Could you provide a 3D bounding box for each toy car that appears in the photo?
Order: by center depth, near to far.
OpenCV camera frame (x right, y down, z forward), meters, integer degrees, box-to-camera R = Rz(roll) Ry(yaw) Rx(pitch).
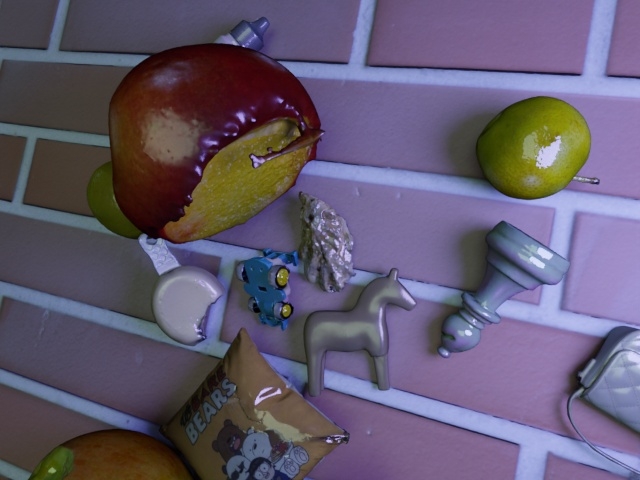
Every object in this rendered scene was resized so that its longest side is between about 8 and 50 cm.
[{"bbox_3d":[-0.094,0.099,0.852,0.126,0.098,0.161,3,115,42],"label":"toy car"}]

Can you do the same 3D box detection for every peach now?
[{"bbox_3d":[-0.209,-0.196,0.752,0.406,0.335,0.310,-34,80,-21],"label":"peach"}]

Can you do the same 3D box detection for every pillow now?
[{"bbox_3d":[-0.146,0.389,0.809,0.312,0.119,0.310,41,102,16],"label":"pillow"}]

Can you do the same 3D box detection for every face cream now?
[{"bbox_3d":[-0.238,-0.401,0.931,0.311,0.092,0.092,-40,76,7],"label":"face cream"}]

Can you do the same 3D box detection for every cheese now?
[{"bbox_3d":[-0.324,0.107,0.872,0.249,0.071,0.163,42,87,-13],"label":"cheese"}]

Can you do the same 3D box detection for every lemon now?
[{"bbox_3d":[-0.423,-0.095,0.905,0.248,0.184,0.184,21,90,24],"label":"lemon"}]

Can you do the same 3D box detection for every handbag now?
[{"bbox_3d":[0.554,0.286,0.651,0.256,0.079,0.219,31,97,18],"label":"handbag"}]

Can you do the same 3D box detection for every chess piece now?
[{"bbox_3d":[0.299,0.108,0.723,0.139,0.139,0.271,38,105,16],"label":"chess piece"}]

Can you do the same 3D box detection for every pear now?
[{"bbox_3d":[0.387,-0.145,0.705,0.216,0.166,0.180,36,81,-6],"label":"pear"}]

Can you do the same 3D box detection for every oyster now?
[{"bbox_3d":[0.008,0.005,0.832,0.133,0.072,0.209,4,88,19],"label":"oyster"}]

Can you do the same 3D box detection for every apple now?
[{"bbox_3d":[-0.399,0.536,0.754,0.339,0.339,0.339,-2,84,15],"label":"apple"}]

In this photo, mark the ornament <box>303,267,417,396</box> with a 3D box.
[{"bbox_3d":[0.078,0.181,0.798,0.230,0.061,0.245,-4,88,15],"label":"ornament"}]
